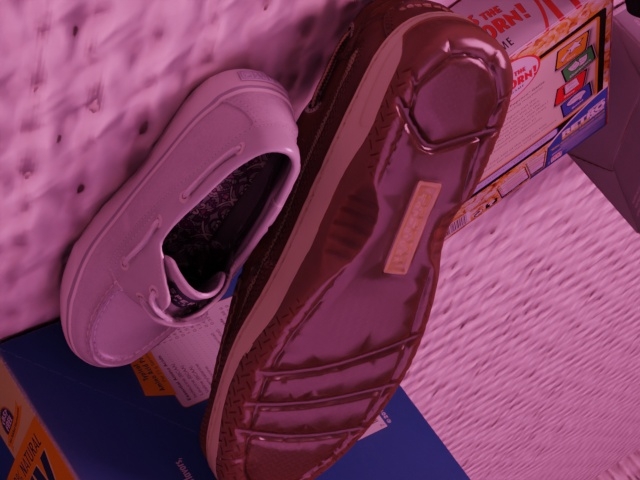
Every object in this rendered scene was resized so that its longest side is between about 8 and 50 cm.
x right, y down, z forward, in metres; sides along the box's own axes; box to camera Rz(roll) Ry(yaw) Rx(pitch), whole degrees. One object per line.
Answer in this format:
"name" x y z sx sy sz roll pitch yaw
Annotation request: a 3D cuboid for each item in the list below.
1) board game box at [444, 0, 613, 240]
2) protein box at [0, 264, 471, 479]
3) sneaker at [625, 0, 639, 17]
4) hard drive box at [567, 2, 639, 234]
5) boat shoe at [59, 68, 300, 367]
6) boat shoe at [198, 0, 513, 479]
"board game box" 0.097 -0.077 0.826 0.147 0.045 0.193 -36 160 -4
"protein box" -0.061 0.137 0.801 0.201 0.200 0.136 -21 154 -37
"sneaker" 0.213 -0.201 0.683 0.146 0.122 0.330 -54 160 -8
"hard drive box" 0.294 -0.130 0.974 0.232 0.089 0.181 -32 159 -15
"boat shoe" -0.065 0.006 0.678 0.066 0.063 0.184 22 122 -35
"boat shoe" 0.006 0.002 0.706 0.095 0.095 0.257 17 108 -36
